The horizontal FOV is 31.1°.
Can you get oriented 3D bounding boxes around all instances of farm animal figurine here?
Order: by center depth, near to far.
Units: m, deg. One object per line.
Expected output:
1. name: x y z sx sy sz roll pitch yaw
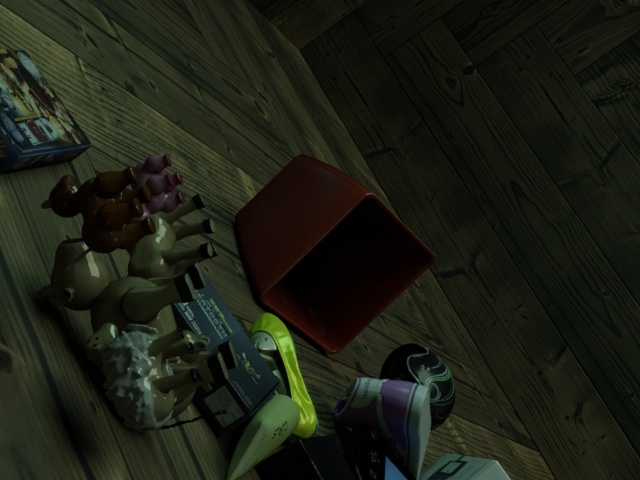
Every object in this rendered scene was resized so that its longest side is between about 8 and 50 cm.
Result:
1. farm animal figurine: -0.216 0.064 1.307 0.330 0.172 0.326 35 34 -76

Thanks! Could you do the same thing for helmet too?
1. helmet: 0.181 0.287 2.220 0.169 0.169 0.161 57 28 7

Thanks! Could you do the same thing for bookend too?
1. bookend: 0.004 0.351 1.564 0.156 0.072 0.157 59 12 15

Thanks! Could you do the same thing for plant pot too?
1. plant pot: 0.000 0.000 2.111 0.267 0.267 0.235 42 7 -48

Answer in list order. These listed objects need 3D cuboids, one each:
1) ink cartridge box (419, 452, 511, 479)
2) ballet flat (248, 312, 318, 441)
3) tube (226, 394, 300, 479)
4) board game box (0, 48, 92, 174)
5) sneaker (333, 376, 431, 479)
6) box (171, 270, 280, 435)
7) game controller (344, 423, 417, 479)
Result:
1. ink cartridge box: 0.274 0.471 2.008 0.172 0.100 0.237 55 -16 -2
2. ballet flat: -0.070 0.196 1.712 0.077 0.077 0.231 18 38 -44
3. tube: -0.075 0.255 1.513 0.240 0.062 0.070 -13 93 -81
4. board game box: -0.398 -0.171 1.484 0.165 0.042 0.243 55 12 -2
5. sneaker: 0.105 0.321 1.977 0.282 0.161 0.102 85 19 -47
6. box: -0.157 0.134 1.555 0.232 0.059 0.183 56 11 1
7. game controller: 0.144 0.445 1.872 0.319 0.067 0.166 50 13 -19
